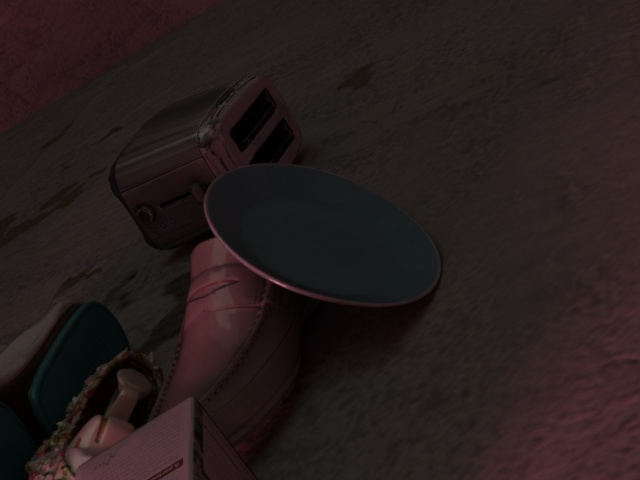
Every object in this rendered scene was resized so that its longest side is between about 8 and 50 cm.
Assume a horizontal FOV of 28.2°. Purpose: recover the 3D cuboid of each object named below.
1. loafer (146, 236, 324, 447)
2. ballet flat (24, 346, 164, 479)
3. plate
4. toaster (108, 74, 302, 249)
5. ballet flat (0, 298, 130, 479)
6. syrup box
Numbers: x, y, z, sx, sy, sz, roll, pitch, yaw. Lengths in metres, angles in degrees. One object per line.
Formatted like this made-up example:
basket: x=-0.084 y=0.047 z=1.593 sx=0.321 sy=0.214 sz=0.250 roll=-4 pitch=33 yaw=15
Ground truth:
loafer: x=-0.066 y=0.051 z=0.986 sx=0.112 sy=0.111 sz=0.319 roll=-25 pitch=21 yaw=27
ballet flat: x=-0.160 y=0.148 z=0.935 sx=0.077 sy=0.091 sz=0.241 roll=-59 pitch=13 yaw=18
plate: x=0.000 y=0.000 z=0.964 sx=0.188 sy=0.188 sz=0.024 roll=-71 pitch=2 yaw=-60
toaster: x=-0.118 y=-0.094 z=1.412 sx=0.146 sy=0.129 sz=0.227 roll=-18 pitch=23 yaw=31
ballet flat: x=-0.263 y=0.170 z=1.001 sx=0.139 sy=0.139 sz=0.400 roll=-28 pitch=13 yaw=18
syrup box: x=-0.083 y=0.193 z=0.701 sx=0.096 sy=0.093 sz=0.237 roll=-32 pitch=19 yaw=7
